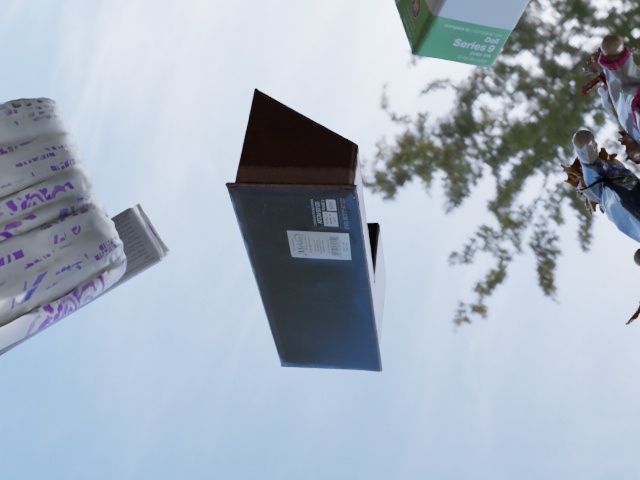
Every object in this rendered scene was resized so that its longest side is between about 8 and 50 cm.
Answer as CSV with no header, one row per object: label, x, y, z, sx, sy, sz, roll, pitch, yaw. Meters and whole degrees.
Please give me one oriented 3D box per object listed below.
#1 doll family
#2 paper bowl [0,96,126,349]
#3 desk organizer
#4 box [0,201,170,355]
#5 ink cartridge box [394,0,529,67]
doll family,0.222,-0.001,0.628,0.118,0.263,0.163,-42,-160,13
paper bowl,-0.244,0.004,0.441,0.284,0.284,0.148,-17,-80,36
desk organizer,0.000,0.000,0.408,0.047,0.130,0.050,2,-126,9
box,-0.310,0.070,1.027,0.324,0.063,0.067,-31,-84,4
ink cartridge box,0.147,-0.291,0.913,0.212,0.093,0.154,115,-27,-43
